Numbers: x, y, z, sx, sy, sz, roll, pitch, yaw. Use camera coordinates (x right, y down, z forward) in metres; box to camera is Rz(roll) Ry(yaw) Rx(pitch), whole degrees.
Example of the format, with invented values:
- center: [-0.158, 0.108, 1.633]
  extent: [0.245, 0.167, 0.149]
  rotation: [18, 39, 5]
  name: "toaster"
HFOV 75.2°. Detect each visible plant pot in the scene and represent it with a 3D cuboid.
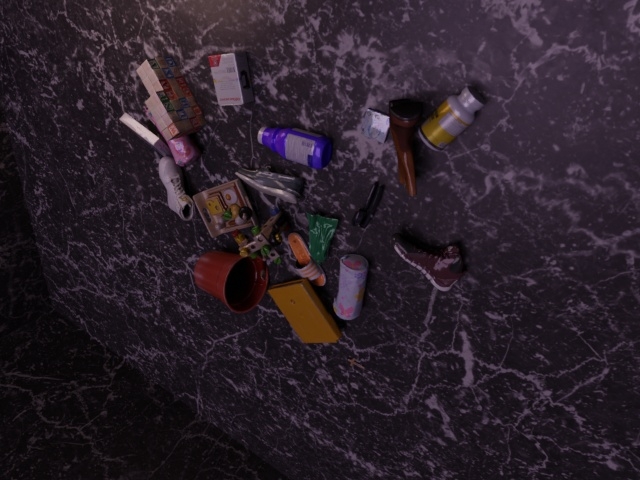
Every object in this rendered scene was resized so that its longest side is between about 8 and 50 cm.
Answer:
- center: [-0.429, 0.168, 1.937]
  extent: [0.264, 0.272, 0.273]
  rotation: [13, 123, 36]
  name: "plant pot"

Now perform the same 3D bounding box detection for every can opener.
- center: [0.179, -0.123, 1.504]
  extent: [0.059, 0.073, 0.186]
  rotation: [39, 121, 18]
  name: "can opener"

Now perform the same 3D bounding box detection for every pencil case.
- center: [-0.628, -0.461, 1.778]
  extent: [0.124, 0.124, 0.284]
  rotation: [-19, 107, 38]
  name: "pencil case"
- center: [0.121, 0.188, 1.679]
  extent: [0.124, 0.113, 0.274]
  rotation: [35, 132, 36]
  name: "pencil case"

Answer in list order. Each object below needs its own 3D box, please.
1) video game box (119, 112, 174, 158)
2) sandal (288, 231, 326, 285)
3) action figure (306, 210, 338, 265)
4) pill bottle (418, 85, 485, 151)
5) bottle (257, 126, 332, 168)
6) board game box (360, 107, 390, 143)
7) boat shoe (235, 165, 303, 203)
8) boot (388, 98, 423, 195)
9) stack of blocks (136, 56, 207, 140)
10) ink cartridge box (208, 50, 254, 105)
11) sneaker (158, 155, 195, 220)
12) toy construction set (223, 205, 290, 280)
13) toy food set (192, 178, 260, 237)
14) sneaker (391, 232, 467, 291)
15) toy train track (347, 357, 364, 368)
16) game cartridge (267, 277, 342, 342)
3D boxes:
- center: [-0.762, -0.456, 1.845]
  extent: [0.205, 0.187, 0.048]
  rotation: [37, 85, 9]
  name: "video game box"
- center: [-0.077, 0.095, 1.773]
  extent: [0.101, 0.076, 0.266]
  rotation: [-23, 102, 39]
  name: "sandal"
- center: [0.000, 0.000, 1.680]
  extent: [0.137, 0.063, 0.233]
  rotation: [18, 120, 21]
  name: "action figure"
- center: [0.382, -0.356, 1.212]
  extent: [0.103, 0.103, 0.184]
  rotation: [47, 130, 1]
  name: "pill bottle"
- center: [-0.098, -0.352, 1.525]
  extent: [0.282, 0.092, 0.118]
  rotation: [21, 124, 22]
  name: "bottle"
- center: [0.186, -0.380, 1.376]
  extent: [0.089, 0.020, 0.090]
  rotation: [28, 127, 17]
  name: "board game box"
- center: [-0.204, -0.243, 1.673]
  extent: [0.319, 0.116, 0.099]
  rotation: [24, 83, 28]
  name: "boat shoe"
- center: [0.254, -0.268, 1.251]
  extent: [0.096, 0.264, 0.281]
  rotation: [-10, 113, -2]
  name: "boot"
- center: [-0.609, -0.572, 1.673]
  extent: [0.087, 0.171, 0.298]
  rotation: [-18, 105, 38]
  name: "stack of blocks"
- center: [-0.330, -0.600, 1.544]
  extent: [0.127, 0.072, 0.175]
  rotation: [8, 120, 28]
  name: "ink cartridge box"
- center: [-0.644, -0.231, 1.905]
  extent: [0.169, 0.108, 0.293]
  rotation: [37, 142, 35]
  name: "sneaker"
- center: [-0.245, 0.035, 1.704]
  extent: [0.257, 0.237, 0.309]
  rotation: [-8, 125, 0]
  name: "toy construction set"
- center: [-0.426, -0.134, 1.855]
  extent: [0.305, 0.092, 0.220]
  rotation: [-11, 110, 35]
  name: "toy food set"
- center: [0.392, 0.037, 1.442]
  extent: [0.281, 0.106, 0.162]
  rotation: [40, 124, -6]
  name: "sneaker"
- center: [0.167, 0.570, 1.930]
  extent: [0.083, 0.014, 0.048]
  rotation: [25, 120, 11]
  name: "toy train track"
- center: [-0.069, 0.326, 1.880]
  extent: [0.285, 0.052, 0.324]
  rotation: [-17, 110, 50]
  name: "game cartridge"
